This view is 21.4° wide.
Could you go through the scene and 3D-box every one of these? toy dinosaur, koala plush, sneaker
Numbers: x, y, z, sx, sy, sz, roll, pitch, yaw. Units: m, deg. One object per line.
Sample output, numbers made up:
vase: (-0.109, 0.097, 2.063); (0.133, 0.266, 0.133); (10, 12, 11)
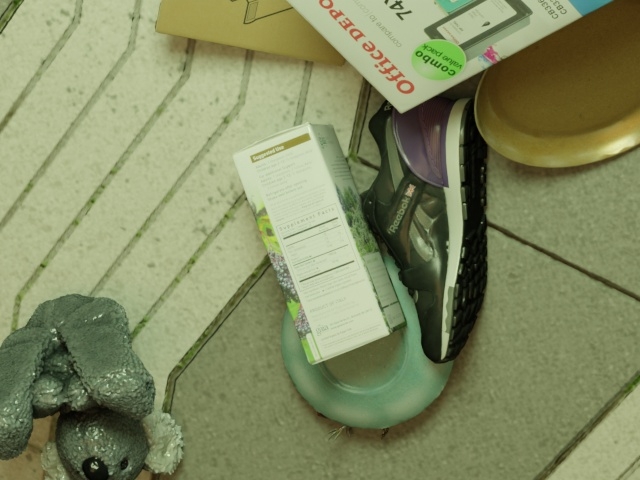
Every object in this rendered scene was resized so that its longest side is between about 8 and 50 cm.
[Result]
toy dinosaur: (0.040, 0.193, 1.902); (0.082, 0.047, 0.090); (31, 79, 10)
koala plush: (-0.256, 0.194, 1.903); (0.196, 0.203, 0.221); (-18, 124, 5)
sneaker: (0.105, -0.014, 1.788); (0.124, 0.107, 0.283); (6, 103, 22)

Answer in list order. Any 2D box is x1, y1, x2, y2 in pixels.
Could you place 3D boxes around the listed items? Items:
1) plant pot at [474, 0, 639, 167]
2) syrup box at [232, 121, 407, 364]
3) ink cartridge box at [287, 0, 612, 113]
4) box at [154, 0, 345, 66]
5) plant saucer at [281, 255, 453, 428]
plant pot: (0.262, -0.163, 1.669); (0.236, 0.032, 0.236); (-9, 140, -8)
syrup box: (0.000, 0.000, 1.777); (0.096, 0.093, 0.237); (-22, 88, 15)
ink cartridge box: (0.126, -0.293, 1.573); (0.270, 0.197, 0.198); (-27, 127, 31)
box: (-0.056, -0.273, 1.729); (0.201, 0.021, 0.164); (9, 116, -10)
plant saucer: (0.048, 0.113, 1.843); (0.195, 0.037, 0.195); (1, 95, 11)
